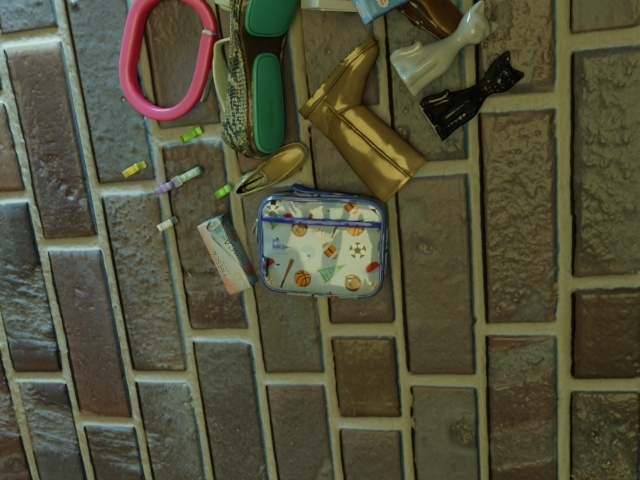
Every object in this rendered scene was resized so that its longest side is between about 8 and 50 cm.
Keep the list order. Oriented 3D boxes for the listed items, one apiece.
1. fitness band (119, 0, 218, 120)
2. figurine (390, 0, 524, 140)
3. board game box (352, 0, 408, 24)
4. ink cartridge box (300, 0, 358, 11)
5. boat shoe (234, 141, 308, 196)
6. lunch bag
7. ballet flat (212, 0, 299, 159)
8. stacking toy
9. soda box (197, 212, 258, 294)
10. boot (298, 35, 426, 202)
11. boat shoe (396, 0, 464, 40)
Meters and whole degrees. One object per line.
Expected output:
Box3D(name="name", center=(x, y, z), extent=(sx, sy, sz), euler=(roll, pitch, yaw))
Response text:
Box3D(name="fitness band", center=(-0.337, -0.409, 1.477), extent=(0.208, 0.054, 0.291), euler=(19, 108, 7))
Box3D(name="figurine", center=(0.272, -0.333, 1.309), extent=(0.209, 0.092, 0.215), euler=(-33, 130, 12))
Box3D(name="board game box", center=(0.135, -0.523, 1.254), extent=(0.211, 0.039, 0.160), euler=(-32, 99, -18))
Box3D(name="ink cartridge box", center=(0.042, -0.548, 1.296), extent=(0.148, 0.086, 0.203), euler=(-7, 109, -27))
Box3D(name="boat shoe", center=(-0.110, -0.149, 1.490), extent=(0.190, 0.072, 0.068), euler=(-35, 96, 19))
Box3D(name="lunch bag", center=(0.000, 0.000, 1.491), extent=(0.303, 0.115, 0.243), euler=(4, 105, 11))
Box3D(name="ballet flat", center=(-0.149, -0.414, 1.393), extent=(0.182, 0.164, 0.483), euler=(21, 113, 33))
Box3D(name="stacking toy", center=(-0.330, -0.139, 1.555), extent=(0.221, 0.052, 0.167), euler=(-27, 99, 18))
Box3D(name="soda box", center=(-0.216, 0.032, 1.576), extent=(0.062, 0.058, 0.183), euler=(-21, 101, 18))
Box3D(name="boot", center=(0.119, -0.251, 1.407), extent=(0.269, 0.089, 0.236), euler=(44, 118, -3))
Box3D(name="boat shoe", center=(0.206, -0.459, 1.335), extent=(0.207, 0.073, 0.073), euler=(45, 148, 0))
